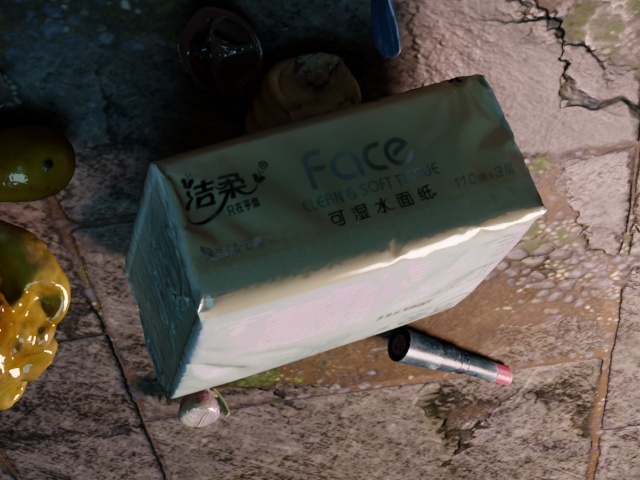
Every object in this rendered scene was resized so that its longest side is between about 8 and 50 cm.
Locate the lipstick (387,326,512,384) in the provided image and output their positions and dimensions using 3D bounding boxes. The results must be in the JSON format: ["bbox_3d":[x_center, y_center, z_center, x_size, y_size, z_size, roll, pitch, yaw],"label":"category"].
[{"bbox_3d":[0.209,0.189,1.968,0.234,0.053,0.053,20,134,-32],"label":"lipstick"}]

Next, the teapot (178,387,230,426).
[{"bbox_3d":[-0.181,0.248,1.967,0.083,0.064,0.064,10,140,-28],"label":"teapot"}]

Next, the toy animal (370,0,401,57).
[{"bbox_3d":[0.059,-0.312,1.249,0.239,0.256,0.176,12,-172,41],"label":"toy animal"}]

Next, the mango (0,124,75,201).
[{"bbox_3d":[-0.367,-0.088,1.485,0.164,0.089,0.115,-4,-175,0],"label":"mango"}]

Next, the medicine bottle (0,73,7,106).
[{"bbox_3d":[-0.445,-0.146,1.427,0.183,0.069,0.119,-20,130,17],"label":"medicine bottle"}]

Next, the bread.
[{"bbox_3d":[-0.030,-0.145,1.476,0.119,0.084,0.177,-10,152,-32],"label":"bread"}]

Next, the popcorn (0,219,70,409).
[{"bbox_3d":[-0.479,0.123,1.617,0.297,0.281,0.316,-7,158,-28],"label":"popcorn"}]

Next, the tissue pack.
[{"bbox_3d":[0.000,0.000,1.458,0.404,0.205,0.332,-17,164,-20],"label":"tissue pack"}]

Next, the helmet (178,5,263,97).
[{"bbox_3d":[-0.121,-0.213,1.410,0.089,0.057,0.111,-52,127,-3],"label":"helmet"}]
